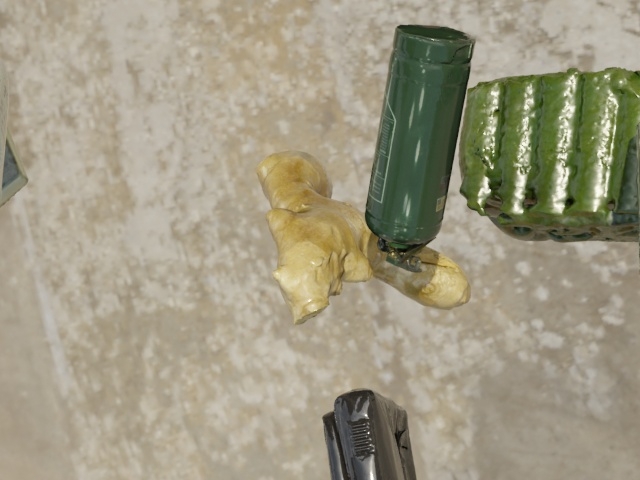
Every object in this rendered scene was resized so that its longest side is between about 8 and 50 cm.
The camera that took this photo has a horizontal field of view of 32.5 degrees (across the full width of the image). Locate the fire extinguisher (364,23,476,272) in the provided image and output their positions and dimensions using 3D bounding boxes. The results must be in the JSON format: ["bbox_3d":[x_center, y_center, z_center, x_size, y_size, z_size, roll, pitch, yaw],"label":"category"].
[{"bbox_3d":[0.113,-0.095,1.292,0.095,0.114,0.311,23,116,31],"label":"fire extinguisher"}]

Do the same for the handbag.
[{"bbox_3d":[0.084,0.338,1.437,0.088,0.244,0.275,-17,71,14],"label":"handbag"}]

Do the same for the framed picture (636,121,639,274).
[{"bbox_3d":[0.408,-0.114,1.121,0.018,0.293,0.231,39,125,-12],"label":"framed picture"}]

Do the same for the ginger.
[{"bbox_3d":[-0.001,-0.021,1.479,0.363,0.348,0.122,47,111,25],"label":"ginger"}]

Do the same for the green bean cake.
[{"bbox_3d":[0.380,-0.094,1.506,0.335,0.319,0.218,5,81,36],"label":"green bean cake"}]

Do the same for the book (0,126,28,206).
[{"bbox_3d":[-0.513,-0.144,1.367,0.269,0.032,0.389,-37,60,14],"label":"book"}]

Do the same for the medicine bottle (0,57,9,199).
[{"bbox_3d":[-0.400,-0.128,1.098,0.170,0.170,0.293,119,151,-42],"label":"medicine bottle"}]
